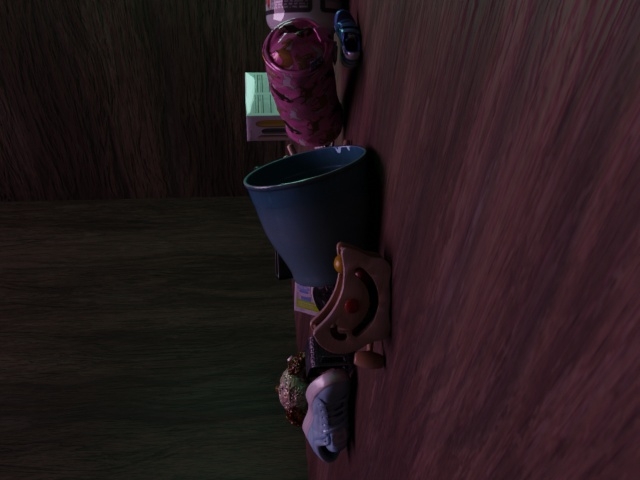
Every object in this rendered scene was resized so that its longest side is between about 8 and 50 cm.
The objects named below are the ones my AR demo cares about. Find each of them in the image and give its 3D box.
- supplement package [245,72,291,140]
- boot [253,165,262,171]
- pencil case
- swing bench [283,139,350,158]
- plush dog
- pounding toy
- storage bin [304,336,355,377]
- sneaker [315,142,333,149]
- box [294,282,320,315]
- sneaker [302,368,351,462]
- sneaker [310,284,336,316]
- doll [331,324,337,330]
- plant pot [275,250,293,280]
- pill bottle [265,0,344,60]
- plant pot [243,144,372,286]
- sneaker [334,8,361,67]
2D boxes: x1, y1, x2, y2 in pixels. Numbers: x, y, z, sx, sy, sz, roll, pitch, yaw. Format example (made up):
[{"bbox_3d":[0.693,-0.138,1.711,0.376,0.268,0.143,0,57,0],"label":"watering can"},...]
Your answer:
[{"bbox_3d":[-0.162,-0.523,2.594,0.199,0.262,0.198,104,163,-69],"label":"supplement package"},{"bbox_3d":[-0.108,-0.182,2.218,0.348,0.260,0.131,174,94,-83],"label":"boot"},{"bbox_3d":[-0.033,-0.385,1.676,0.160,0.167,0.386,-63,-14,-16],"label":"pencil case"},{"bbox_3d":[-0.007,-0.128,1.809,0.253,0.165,0.255,-177,81,-83],"label":"swing bench"},{"bbox_3d":[-0.064,0.451,2.040,0.225,0.210,0.262,30,-125,-76],"label":"plush dog"},{"bbox_3d":[0.055,0.135,1.351,0.155,0.154,0.270,-125,35,-78],"label":"pounding toy"},{"bbox_3d":[0.023,0.319,1.812,0.180,0.122,0.084,104,163,-68],"label":"storage bin"},{"bbox_3d":[0.012,-0.301,2.061,0.152,0.053,0.061,102,162,-63],"label":"sneaker"},{"bbox_3d":[-0.007,0.112,1.938,0.103,0.114,0.203,-57,-24,-52],"label":"box"},{"bbox_3d":[0.041,0.494,1.826,0.150,0.135,0.366,56,155,35],"label":"sneaker"},{"bbox_3d":[0.038,0.126,1.750,0.124,0.107,0.283,-108,17,-48],"label":"sneaker"},{"bbox_3d":[0.035,0.284,1.962,0.189,0.046,0.129,92,-166,-51],"label":"doll"},{"bbox_3d":[-0.087,0.052,2.523,0.187,0.167,0.188,177,92,-84],"label":"plant pot"},{"bbox_3d":[-0.042,-0.658,1.735,0.210,0.210,0.363,-116,25,-74],"label":"pill bottle"},{"bbox_3d":[-0.003,-0.048,1.452,0.272,0.271,0.255,-110,5,-70],"label":"plant pot"},{"bbox_3d":[0.067,-0.479,1.538,0.059,0.053,0.144,115,144,-77],"label":"sneaker"}]
